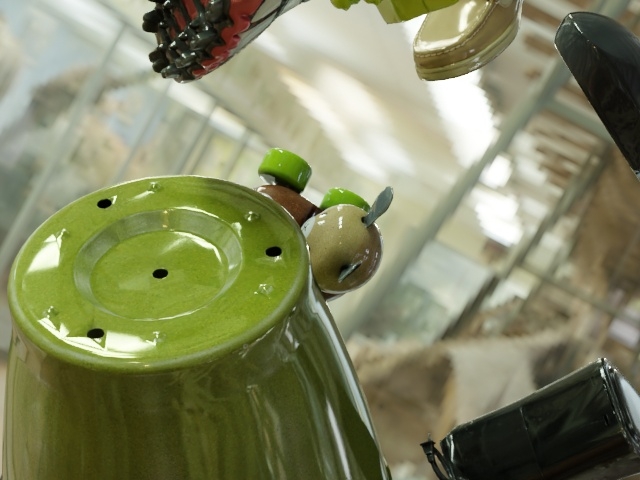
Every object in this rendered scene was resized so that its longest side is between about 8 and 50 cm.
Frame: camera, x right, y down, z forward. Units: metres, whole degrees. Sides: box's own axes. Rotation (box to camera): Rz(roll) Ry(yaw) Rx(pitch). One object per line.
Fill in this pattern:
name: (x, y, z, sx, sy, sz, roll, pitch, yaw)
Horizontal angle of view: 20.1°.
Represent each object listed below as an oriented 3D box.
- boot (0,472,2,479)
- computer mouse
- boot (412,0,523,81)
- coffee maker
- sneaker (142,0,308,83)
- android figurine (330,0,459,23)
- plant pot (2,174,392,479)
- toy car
boot: (-0.250, 0.357, 1.834, 0.246, 0.207, 0.094, 9, -14, 21)
computer mouse: (0.200, -0.035, 1.003, 0.242, 0.041, 0.071, 52, 12, -31)
boot: (0.132, -0.292, 1.690, 0.095, 0.262, 0.203, 3, -48, 36)
coffee maker: (0.216, 0.198, 1.694, 0.120, 0.178, 0.171, 66, 20, 13)
sneaker: (-0.038, -0.215, 1.396, 0.135, 0.276, 0.097, -8, 62, -39)
android figurine: (0.130, -0.225, 1.208, 0.056, 0.273, 0.248, 61, -12, -13)
plant pot: (-0.116, 0.148, 1.503, 0.366, 0.366, 0.353, 28, -40, 34)
toy car: (0.000, 0.000, 1.726, 0.149, 0.155, 0.188, 33, -18, -21)
